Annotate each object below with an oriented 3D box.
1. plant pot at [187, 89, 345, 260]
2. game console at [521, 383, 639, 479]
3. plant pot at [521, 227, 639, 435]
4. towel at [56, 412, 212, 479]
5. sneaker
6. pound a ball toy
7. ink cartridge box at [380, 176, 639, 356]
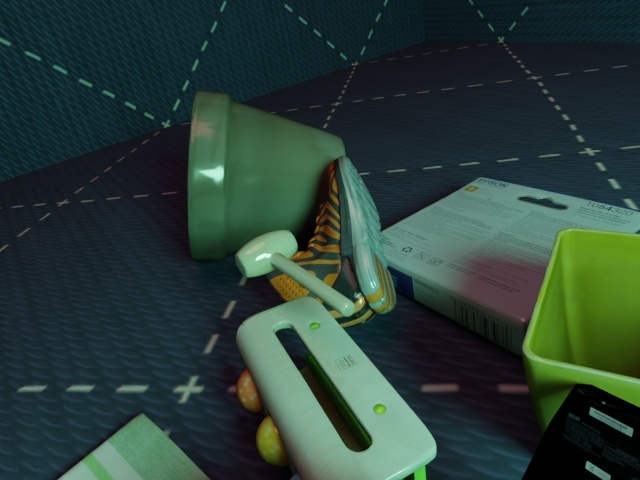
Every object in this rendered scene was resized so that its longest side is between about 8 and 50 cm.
[{"bbox_3d":[-0.104,-0.115,0.961,0.280,0.323,0.323,3,28,-9],"label":"plant pot"},{"bbox_3d":[0.217,0.229,0.217,0.044,0.213,0.361,10,5,-20],"label":"game console"},{"bbox_3d":[0.314,0.129,0.453,0.212,0.187,0.212,9,35,30],"label":"plant pot"},{"bbox_3d":[-0.253,0.326,0.467,0.247,0.038,0.325,16,40,41],"label":"towel"},{"bbox_3d":[0.000,0.000,0.780,0.180,0.124,0.321,-23,42,18],"label":"sneaker"},{"bbox_3d":[-0.021,0.148,0.521,0.135,0.208,0.319,-21,31,-17],"label":"pound a ball toy"},{"bbox_3d":[0.285,0.011,0.790,0.330,0.071,0.324,-26,30,-26],"label":"ink cartridge box"}]
